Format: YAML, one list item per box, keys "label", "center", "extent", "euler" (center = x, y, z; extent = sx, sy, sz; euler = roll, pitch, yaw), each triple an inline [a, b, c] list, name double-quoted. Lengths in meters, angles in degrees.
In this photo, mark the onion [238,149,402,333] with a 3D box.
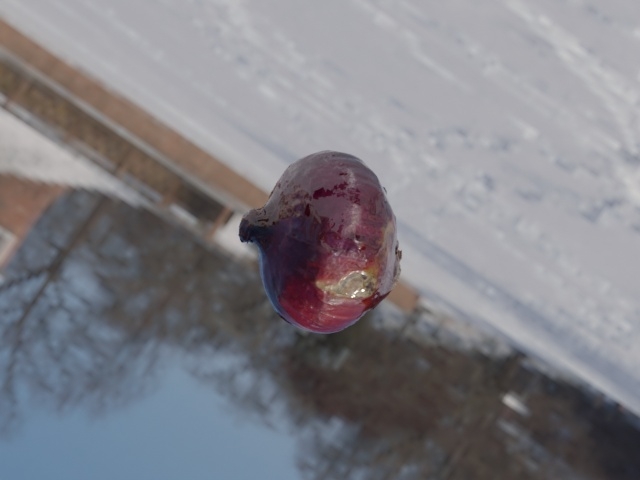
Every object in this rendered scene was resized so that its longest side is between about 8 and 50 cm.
- label: "onion"
  center: [0.000, 0.000, 1.074]
  extent: [0.097, 0.107, 0.107]
  euler: [3, -173, -13]
